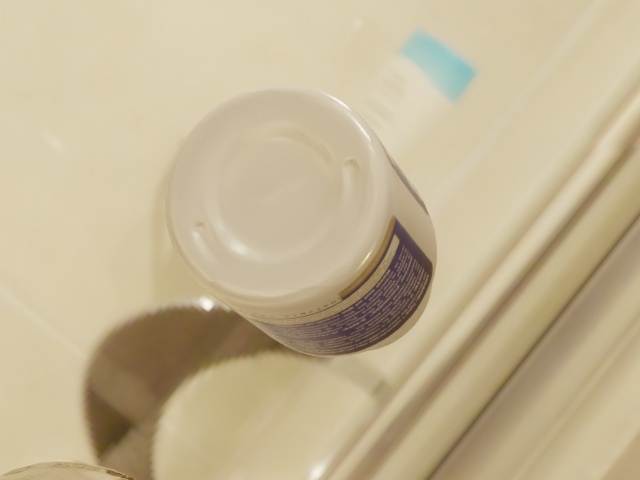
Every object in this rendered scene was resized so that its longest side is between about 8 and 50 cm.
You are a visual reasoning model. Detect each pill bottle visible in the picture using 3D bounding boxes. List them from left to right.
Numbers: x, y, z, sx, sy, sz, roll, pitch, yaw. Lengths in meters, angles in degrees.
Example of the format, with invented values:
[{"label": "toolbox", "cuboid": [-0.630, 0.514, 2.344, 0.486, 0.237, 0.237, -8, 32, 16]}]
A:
[{"label": "pill bottle", "cuboid": [0.000, 0.000, 0.934, 0.112, 0.112, 0.187, 38, -3, 20]}]

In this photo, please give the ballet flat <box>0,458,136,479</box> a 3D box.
[{"label": "ballet flat", "cuboid": [-0.128, 0.135, 0.605, 0.116, 0.342, 0.124, 59, 32, -10]}]
